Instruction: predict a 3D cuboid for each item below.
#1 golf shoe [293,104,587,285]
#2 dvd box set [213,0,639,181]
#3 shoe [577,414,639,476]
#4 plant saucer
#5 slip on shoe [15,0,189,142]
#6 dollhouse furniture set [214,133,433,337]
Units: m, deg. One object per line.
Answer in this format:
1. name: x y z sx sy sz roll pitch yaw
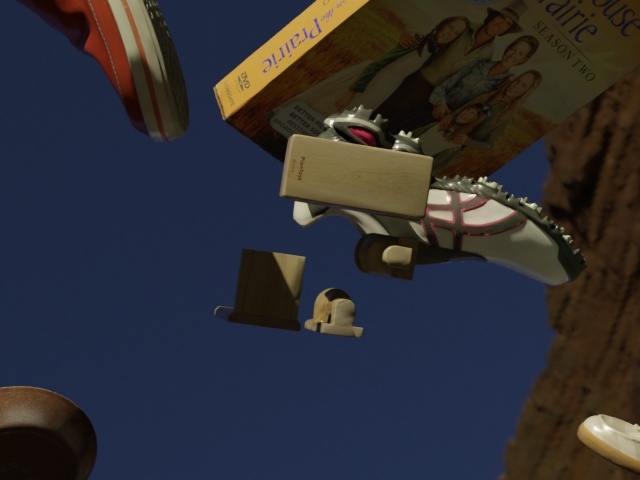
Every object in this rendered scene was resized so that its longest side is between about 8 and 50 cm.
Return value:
1. golf shoe: 0.106 -0.013 1.296 0.272 0.105 0.120 28 -96 -4
2. dvd box set: 0.145 -0.193 1.464 0.420 0.062 0.307 -37 -44 19
3. shoe: 0.329 0.186 1.236 0.219 0.076 0.058 19 -83 -4
4. plant saucer: -0.337 0.248 1.547 0.198 0.036 0.199 -10 -56 -15
5. slip on shoe: -0.192 -0.200 1.008 0.101 0.331 0.123 -33 -13 -1
6. dollhouse furniture set: 0.000 0.000 1.168 0.144 0.123 0.151 9 -93 -9
